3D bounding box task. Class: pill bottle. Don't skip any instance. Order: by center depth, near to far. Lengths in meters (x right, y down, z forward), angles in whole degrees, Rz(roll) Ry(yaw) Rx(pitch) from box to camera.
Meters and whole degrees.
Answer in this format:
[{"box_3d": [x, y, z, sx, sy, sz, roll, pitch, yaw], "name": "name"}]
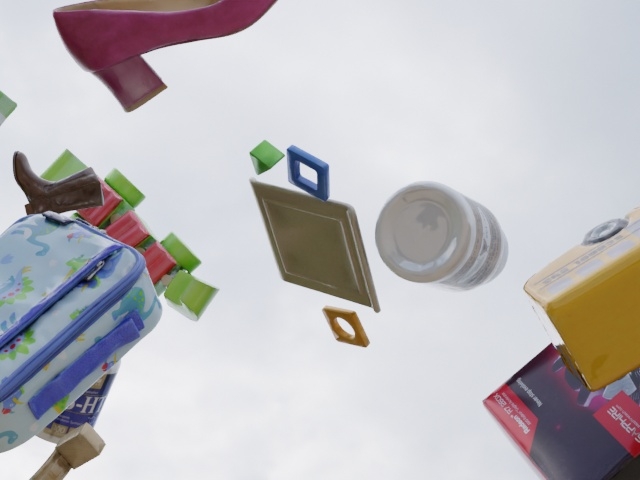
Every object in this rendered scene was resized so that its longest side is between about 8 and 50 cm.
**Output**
[{"box_3d": [0.172, 0.002, 1.570, 0.131, 0.131, 0.229, -13, -12, 22], "name": "pill bottle"}, {"box_3d": [-0.349, 0.187, 1.686, 0.112, 0.112, 0.187, 22, -80, -12], "name": "pill bottle"}]

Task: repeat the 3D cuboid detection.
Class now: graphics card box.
[{"box_3d": [0.376, 0.139, 1.280, 0.371, 0.233, 0.094, -39, -63, 1], "name": "graphics card box"}]

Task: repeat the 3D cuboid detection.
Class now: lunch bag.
[{"box_3d": [-0.261, 0.076, 1.053, 0.176, 0.219, 0.090, 24, -36, 37], "name": "lunch bag"}]

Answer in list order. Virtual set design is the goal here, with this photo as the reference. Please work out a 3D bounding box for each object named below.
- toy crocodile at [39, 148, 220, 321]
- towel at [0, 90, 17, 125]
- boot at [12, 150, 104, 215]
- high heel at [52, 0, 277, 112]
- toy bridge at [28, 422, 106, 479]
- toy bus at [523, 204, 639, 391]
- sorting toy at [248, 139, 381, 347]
[{"box_3d": [-0.277, -0.008, 1.691, 0.340, 0.115, 0.105, 46, -5, 18], "name": "toy crocodile"}, {"box_3d": [-0.523, -0.179, 1.693, 0.113, 0.152, 0.023, 43, -32, -14], "name": "towel"}, {"box_3d": [-0.347, -0.084, 1.576, 0.114, 0.037, 0.106, -17, -88, 15], "name": "boot"}, {"box_3d": [-0.129, -0.237, 1.112, 0.244, 0.082, 0.117, -37, -63, 0], "name": "high heel"}, {"box_3d": [-0.209, 0.199, 0.830, 0.063, 0.188, 0.026, -31, -74, 23], "name": "toy bridge"}, {"box_3d": [0.365, 0.007, 1.143, 0.332, 0.130, 0.108, -32, -79, 1], "name": "toy bus"}, {"box_3d": [0.000, 0.000, 1.611, 0.196, 0.047, 0.348, 19, -41, 37], "name": "sorting toy"}]
